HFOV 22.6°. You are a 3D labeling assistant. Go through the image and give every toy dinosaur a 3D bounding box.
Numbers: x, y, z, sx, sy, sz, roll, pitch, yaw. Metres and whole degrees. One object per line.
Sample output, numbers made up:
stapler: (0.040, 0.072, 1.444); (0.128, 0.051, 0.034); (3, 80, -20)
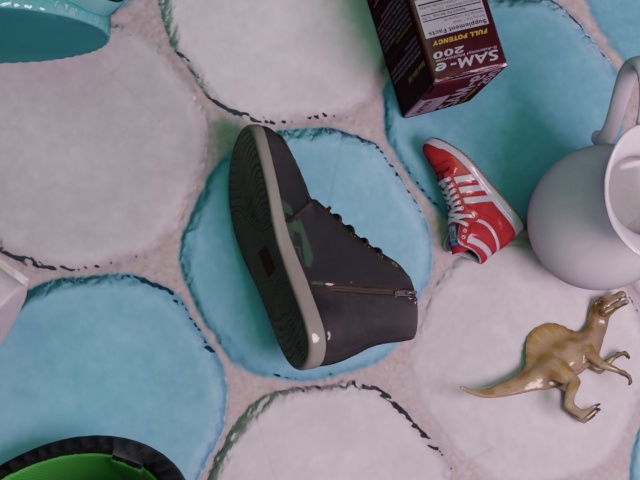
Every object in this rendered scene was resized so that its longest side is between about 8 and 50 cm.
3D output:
toy dinosaur: (0.212, 0.118, 1.423); (0.183, 0.053, 0.092); (-32, 71, -20)

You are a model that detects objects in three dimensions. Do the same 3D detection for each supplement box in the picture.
supplement box: (0.083, -0.241, 1.413); (0.073, 0.130, 0.239); (-15, 84, -12)

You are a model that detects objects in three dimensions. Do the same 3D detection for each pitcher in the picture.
pitcher: (0.252, -0.052, 1.368); (0.125, 0.207, 0.178); (3, 80, -9)

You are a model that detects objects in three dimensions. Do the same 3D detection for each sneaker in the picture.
sneaker: (0.000, 0.000, 1.397); (0.118, 0.083, 0.222); (-9, 75, -29)
sneaker: (0.120, -0.032, 1.428); (0.118, 0.042, 0.067); (46, 74, -2)

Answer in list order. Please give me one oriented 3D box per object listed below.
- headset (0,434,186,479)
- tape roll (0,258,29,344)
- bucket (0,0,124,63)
headset: (-0.239, 0.326, 1.219); (0.394, 0.243, 0.185); (-49, 135, -31)
tape roll: (-0.341, 0.120, 1.206); (0.100, 0.286, 0.286); (34, 77, -1)
bucket: (-0.286, -0.252, 1.291); (0.281, 0.281, 0.183); (-1, 86, -9)
